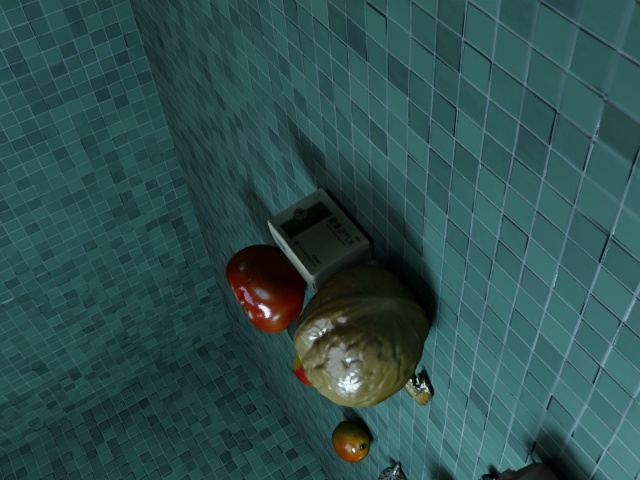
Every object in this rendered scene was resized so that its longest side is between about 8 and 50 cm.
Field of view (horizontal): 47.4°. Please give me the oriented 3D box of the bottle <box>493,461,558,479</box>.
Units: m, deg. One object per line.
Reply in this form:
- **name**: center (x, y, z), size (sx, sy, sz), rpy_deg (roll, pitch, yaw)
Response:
- **bottle**: center (0.437, 0.574, 1.375), size (0.297, 0.173, 0.206), rpy_deg (57, 174, 14)

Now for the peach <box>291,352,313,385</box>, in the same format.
- **peach**: center (-0.012, 0.374, 2.346), size (0.190, 0.190, 0.192), rpy_deg (41, 172, 50)

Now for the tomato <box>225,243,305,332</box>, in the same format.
- **tomato**: center (-0.170, 0.150, 2.393), size (0.299, 0.226, 0.299), rpy_deg (52, 167, 17)

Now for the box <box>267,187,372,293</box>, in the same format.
- **box**: center (0.000, 0.000, 1.761), size (0.212, 0.168, 0.095), rpy_deg (50, 164, 34)

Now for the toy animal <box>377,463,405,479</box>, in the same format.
- **toy animal**: center (0.235, 0.803, 2.443), size (0.098, 0.098, 0.137), rpy_deg (47, 157, 40)

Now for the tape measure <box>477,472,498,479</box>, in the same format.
- **tape measure**: center (0.404, 0.589, 1.690), size (0.094, 0.054, 0.091), rpy_deg (36, 143, 51)

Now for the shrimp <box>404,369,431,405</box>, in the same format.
- **shrimp**: center (0.221, 0.333, 1.855), size (0.195, 0.035, 0.148), rpy_deg (54, 163, 12)

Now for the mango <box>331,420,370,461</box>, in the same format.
- **mango**: center (0.108, 0.734, 2.664), size (0.146, 0.129, 0.289), rpy_deg (57, 171, 10)

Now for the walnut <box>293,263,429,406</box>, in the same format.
- **walnut**: center (0.093, 0.209, 1.623), size (0.333, 0.332, 0.333), rpy_deg (53, 161, 27)

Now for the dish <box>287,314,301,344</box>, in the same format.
- **dish**: center (0.073, 0.284, 1.965), size (0.324, 0.124, 0.324), rpy_deg (37, -173, -6)
